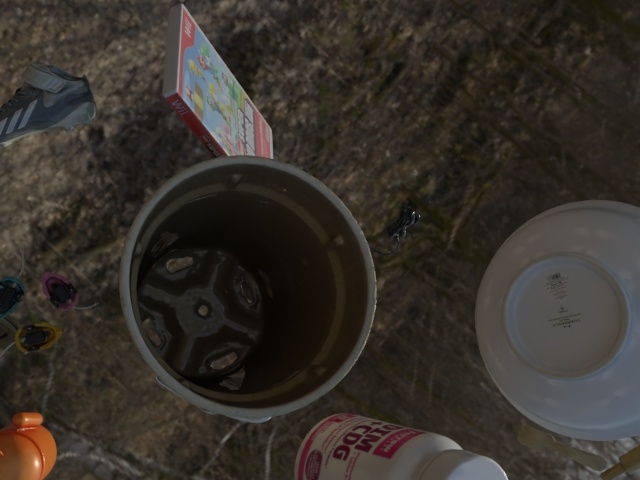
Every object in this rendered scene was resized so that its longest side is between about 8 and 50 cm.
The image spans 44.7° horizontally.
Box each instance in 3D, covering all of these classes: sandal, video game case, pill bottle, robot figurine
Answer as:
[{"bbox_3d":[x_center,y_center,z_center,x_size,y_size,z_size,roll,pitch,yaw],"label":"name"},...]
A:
[{"bbox_3d":[-0.772,0.195,1.690,0.120,0.303,0.086,104,3,-47],"label":"sandal"},{"bbox_3d":[-0.145,-0.190,1.176,0.025,0.204,0.285,-20,138,16],"label":"video game case"},{"bbox_3d":[0.104,0.329,1.037,0.160,0.160,0.283,-42,-159,-29],"label":"pill bottle"},{"bbox_3d":[-0.568,0.407,1.444,0.158,0.128,0.219,-39,-178,-6],"label":"robot figurine"}]

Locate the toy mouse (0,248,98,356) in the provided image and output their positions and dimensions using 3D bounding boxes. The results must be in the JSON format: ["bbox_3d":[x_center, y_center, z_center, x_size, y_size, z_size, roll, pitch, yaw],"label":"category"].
[{"bbox_3d":[-0.402,0.082,1.094,0.161,0.143,0.031,-18,179,-16],"label":"toy mouse"}]

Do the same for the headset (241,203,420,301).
[{"bbox_3d":[0.000,0.000,1.585,0.394,0.243,0.185,-8,162,-22],"label":"headset"}]

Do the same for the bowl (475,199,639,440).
[{"bbox_3d":[0.303,0.090,0.915,0.298,0.298,0.134,-52,152,16],"label":"bowl"}]

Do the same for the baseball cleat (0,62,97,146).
[{"bbox_3d":[-0.432,-0.195,1.119,0.206,0.072,0.109,-16,119,-12],"label":"baseball cleat"}]

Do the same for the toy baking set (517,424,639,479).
[{"bbox_3d":[0.448,0.279,1.222,0.256,0.196,0.030,-41,179,12],"label":"toy baking set"}]

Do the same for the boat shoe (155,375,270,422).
[{"bbox_3d":[-0.191,0.274,1.371,0.076,0.226,0.083,-74,-171,-66],"label":"boat shoe"}]

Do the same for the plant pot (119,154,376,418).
[{"bbox_3d":[-0.135,0.081,1.110,0.334,0.334,0.305,-44,-174,-24],"label":"plant pot"}]
